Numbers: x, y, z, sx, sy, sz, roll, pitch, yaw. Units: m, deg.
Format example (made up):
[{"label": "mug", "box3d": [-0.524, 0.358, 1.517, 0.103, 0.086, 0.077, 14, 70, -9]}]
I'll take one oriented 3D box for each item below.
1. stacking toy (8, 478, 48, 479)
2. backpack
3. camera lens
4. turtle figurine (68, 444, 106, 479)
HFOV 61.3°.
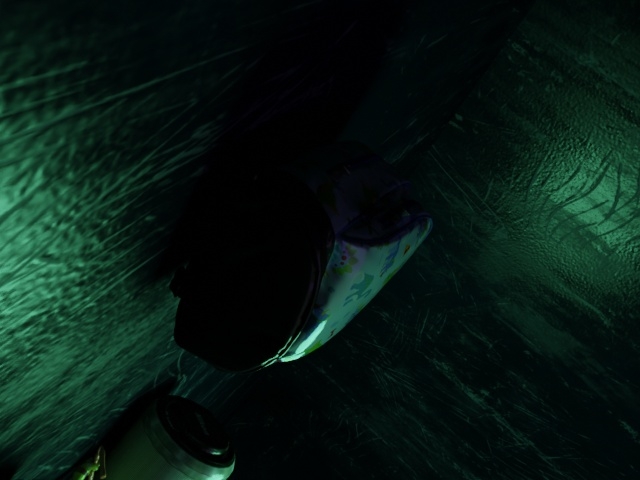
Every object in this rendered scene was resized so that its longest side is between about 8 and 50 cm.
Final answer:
[{"label": "stacking toy", "box3d": [-0.366, 0.318, 0.579, 0.141, 0.141, 0.330, -45, 166, -27]}, {"label": "backpack", "box3d": [0.000, 0.000, 0.754, 0.290, 0.273, 0.355, -63, 178, 31]}, {"label": "camera lens", "box3d": [-0.328, 0.476, 1.103, 0.274, 0.219, 0.219, -50, 171, 2]}, {"label": "turtle figurine", "box3d": [-0.460, 0.494, 0.913, 0.217, 0.087, 0.269, -48, -157, 39]}]
